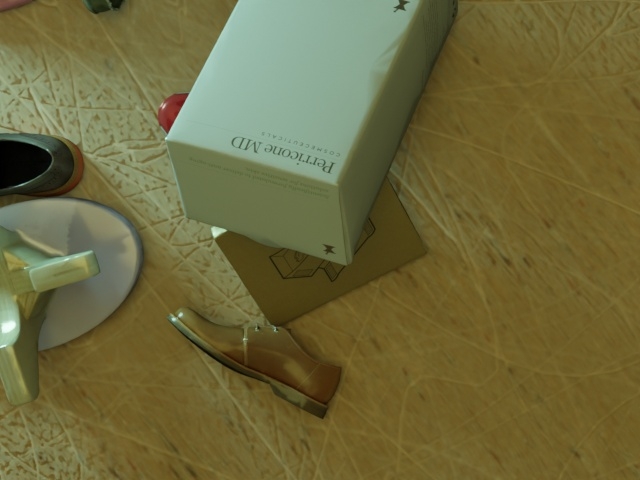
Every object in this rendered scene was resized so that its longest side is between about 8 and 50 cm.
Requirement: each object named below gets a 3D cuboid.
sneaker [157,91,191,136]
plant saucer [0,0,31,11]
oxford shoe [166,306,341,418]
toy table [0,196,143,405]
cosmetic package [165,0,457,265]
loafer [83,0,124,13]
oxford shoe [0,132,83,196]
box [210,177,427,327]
[{"bbox_3d":[-0.092,-0.109,1.715,0.221,0.128,0.087,26,91,6],"label":"sneaker"},{"bbox_3d":[-0.415,-0.437,1.787,0.332,0.084,0.332,0,88,6],"label":"plant saucer"},{"bbox_3d":[-0.074,0.123,1.739,0.212,0.076,0.076,28,87,-4],"label":"oxford shoe"},{"bbox_3d":[-0.350,0.048,1.715,0.274,0.161,0.252,-29,93,9],"label":"toy table"},{"bbox_3d":[0.002,-0.178,1.608,0.197,0.155,0.366,15,59,14],"label":"cosmetic package"},{"bbox_3d":[-0.198,-0.371,1.752,0.087,0.094,0.251,26,91,11],"label":"loafer"},{"bbox_3d":[-0.420,-0.089,1.769,0.271,0.098,0.097,-7,87,7],"label":"oxford shoe"},{"bbox_3d":[0.000,0.000,1.702,0.201,0.021,0.164,-26,130,6],"label":"box"}]
